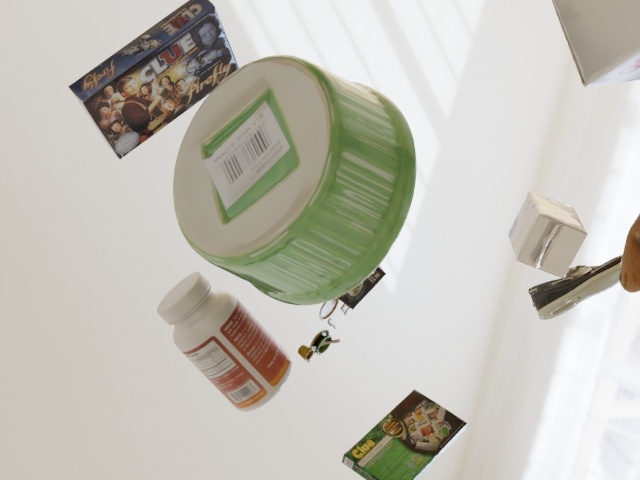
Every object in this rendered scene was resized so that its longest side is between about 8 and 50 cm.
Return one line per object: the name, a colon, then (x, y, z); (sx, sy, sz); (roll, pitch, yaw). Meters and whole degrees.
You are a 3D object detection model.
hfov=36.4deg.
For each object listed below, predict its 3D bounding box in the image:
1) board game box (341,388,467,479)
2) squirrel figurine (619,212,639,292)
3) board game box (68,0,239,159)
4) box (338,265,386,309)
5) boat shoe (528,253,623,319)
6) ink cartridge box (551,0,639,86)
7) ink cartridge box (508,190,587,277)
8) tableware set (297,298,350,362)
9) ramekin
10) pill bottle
board game box: (0.171, 0.402, 1.940); (0.136, 0.030, 0.259); (34, -139, 23)
squirrel figurine: (0.742, -0.019, 1.608); (0.281, 0.397, 0.370); (-20, -142, -22)
board game box: (-0.247, -0.249, 1.490); (0.042, 0.243, 0.165); (47, 170, 26)
box: (0.000, 0.000, 1.464); (0.147, 0.077, 0.180); (38, -170, -27)
boat shoe: (0.548, 0.080, 2.035); (0.084, 0.233, 0.079); (37, -152, -53)
ink cartridge box: (0.472, -0.303, 1.017); (0.384, 0.160, 0.279); (-10, 167, -25)
ink cartridge box: (0.384, -0.008, 1.648); (0.089, 0.092, 0.143); (21, -158, -5)
tableware set: (0.019, 0.130, 1.562); (0.024, 0.154, 0.104); (34, 168, 26)
ramekin: (-0.044, -0.082, 1.217); (0.303, 0.303, 0.148); (17, 176, 43)
pill bottle: (-0.152, 0.156, 1.528); (0.216, 0.121, 0.121); (50, 169, -17)
